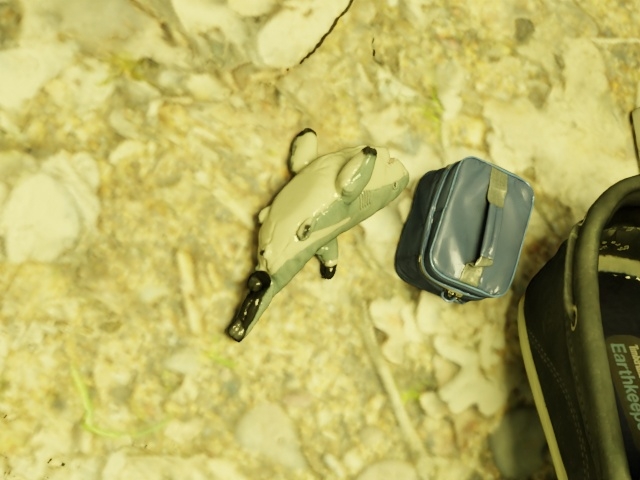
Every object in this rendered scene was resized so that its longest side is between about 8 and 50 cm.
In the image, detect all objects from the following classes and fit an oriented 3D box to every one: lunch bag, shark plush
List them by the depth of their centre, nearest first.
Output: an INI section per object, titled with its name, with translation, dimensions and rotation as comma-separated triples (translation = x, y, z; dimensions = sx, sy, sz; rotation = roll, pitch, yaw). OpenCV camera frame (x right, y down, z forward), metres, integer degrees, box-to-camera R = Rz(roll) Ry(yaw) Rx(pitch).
[shark plush]
translation = 0.000, 0.000, 0.763
dimensions = 0.067, 0.073, 0.161
rotation = 49, 60, -40
[lunch bag]
translation = 0.097, -0.004, 0.792
dimensions = 0.067, 0.065, 0.098
rotation = 21, 74, -17

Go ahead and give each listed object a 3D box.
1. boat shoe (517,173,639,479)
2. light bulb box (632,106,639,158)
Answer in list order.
[boat shoe]
translation = 0.232, 0.155, 0.631
dimensions = 0.186, 0.156, 0.500
rotation = -1, 44, -11
[light bulb box]
translation = 0.406, 0.041, 0.744
dimensions = 0.225, 0.361, 0.358
rotation = -3, 83, -20
